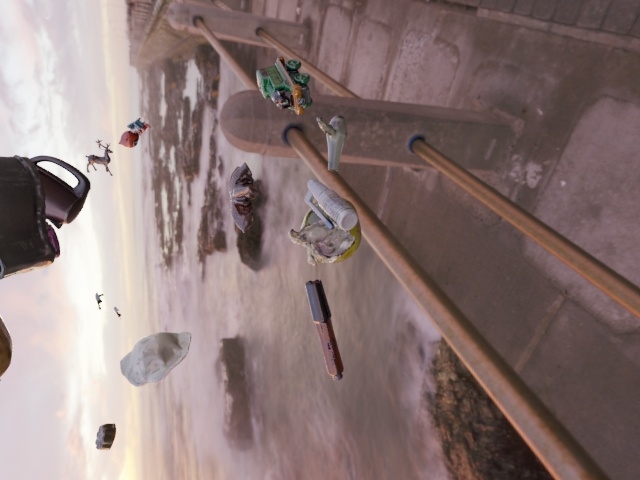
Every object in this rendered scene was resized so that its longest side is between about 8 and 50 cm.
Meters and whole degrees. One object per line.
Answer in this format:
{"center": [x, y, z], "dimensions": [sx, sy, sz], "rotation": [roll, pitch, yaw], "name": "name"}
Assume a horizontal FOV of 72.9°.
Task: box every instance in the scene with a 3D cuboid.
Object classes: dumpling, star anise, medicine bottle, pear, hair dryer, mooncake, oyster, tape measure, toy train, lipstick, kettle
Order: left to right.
{"center": [-0.866, 0.003, 1.356], "dimensions": [0.118, 0.074, 0.125], "rotation": [-4, 99, 52], "name": "tape measure"}
{"center": [-0.853, -0.163, 1.352], "dimensions": [0.201, 0.232, 0.144], "rotation": [-62, 13, -3], "name": "kettle"}
{"center": [-0.465, 0.288, 0.955], "dimensions": [0.150, 0.057, 0.346], "rotation": [-15, 81, 42], "name": "mooncake"}
{"center": [-0.472, 0.344, 1.238], "dimensions": [0.151, 0.229, 0.124], "rotation": [-106, -12, -46], "name": "dumpling"}
{"center": [-0.333, -0.182, 1.864], "dimensions": [0.315, 0.109, 0.314], "rotation": [178, 90, -68], "name": "star anise"}
{"center": [-0.103, -0.438, 1.236], "dimensions": [0.091, 0.137, 0.227], "rotation": [82, 169, -51], "name": "toy train"}
{"center": [0.000, 0.000, 1.296], "dimensions": [0.081, 0.191, 0.163], "rotation": [111, -175, -60], "name": "oyster"}
{"center": [0.020, 0.354, 1.708], "dimensions": [0.077, 0.077, 0.417], "rotation": [10, 116, 66], "name": "lipstick"}
{"center": [0.020, -0.095, 1.205], "dimensions": [0.220, 0.061, 0.092], "rotation": [51, 124, 46], "name": "medicine bottle"}
{"center": [0.042, -0.379, 1.711], "dimensions": [0.089, 0.225, 0.218], "rotation": [3, 107, 24], "name": "hair dryer"}
{"center": [0.048, -0.038, 1.793], "dimensions": [0.321, 0.270, 0.269], "rotation": [101, 155, -47], "name": "pear"}

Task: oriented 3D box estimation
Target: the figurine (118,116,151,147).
{"center": [-0.762, -0.434, 1.763], "dimensions": [0.140, 0.075, 0.068], "rotation": [-47, 33, 3], "name": "figurine"}

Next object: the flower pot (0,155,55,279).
{"center": [-0.581, -0.043, 0.798], "dimensions": [0.103, 0.108, 0.228], "rotation": [-5, 98, 23], "name": "flower pot"}

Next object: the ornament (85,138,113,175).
{"center": [-0.634, -0.240, 1.241], "dimensions": [0.125, 0.074, 0.028], "rotation": [117, 155, -46], "name": "ornament"}

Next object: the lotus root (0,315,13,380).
{"center": [-0.692, 0.163, 0.804], "dimensions": [0.146, 0.160, 0.283], "rotation": [-125, 19, -56], "name": "lotus root"}
